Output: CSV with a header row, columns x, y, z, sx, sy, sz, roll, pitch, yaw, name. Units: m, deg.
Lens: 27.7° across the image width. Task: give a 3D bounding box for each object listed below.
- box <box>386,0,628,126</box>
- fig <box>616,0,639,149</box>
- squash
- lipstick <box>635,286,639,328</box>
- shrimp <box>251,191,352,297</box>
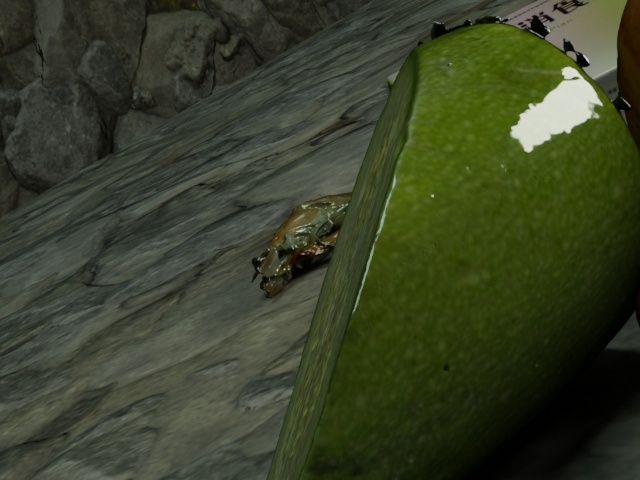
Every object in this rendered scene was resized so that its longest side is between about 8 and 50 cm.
x,y,z,sx,sy,sz,roll,pitch,yaw,name
0.203,-0.142,1.080,0.260,0.062,0.175,-28,31,-2,box
0.242,-0.054,0.629,0.175,0.207,0.175,-21,-24,-10,fig
0.015,0.028,0.588,0.260,0.189,0.189,-32,14,-29,squash
0.173,0.066,0.389,0.077,0.077,0.418,-25,11,4,lipstick
0.000,0.000,1.095,0.099,0.041,0.180,0,24,32,shrimp
